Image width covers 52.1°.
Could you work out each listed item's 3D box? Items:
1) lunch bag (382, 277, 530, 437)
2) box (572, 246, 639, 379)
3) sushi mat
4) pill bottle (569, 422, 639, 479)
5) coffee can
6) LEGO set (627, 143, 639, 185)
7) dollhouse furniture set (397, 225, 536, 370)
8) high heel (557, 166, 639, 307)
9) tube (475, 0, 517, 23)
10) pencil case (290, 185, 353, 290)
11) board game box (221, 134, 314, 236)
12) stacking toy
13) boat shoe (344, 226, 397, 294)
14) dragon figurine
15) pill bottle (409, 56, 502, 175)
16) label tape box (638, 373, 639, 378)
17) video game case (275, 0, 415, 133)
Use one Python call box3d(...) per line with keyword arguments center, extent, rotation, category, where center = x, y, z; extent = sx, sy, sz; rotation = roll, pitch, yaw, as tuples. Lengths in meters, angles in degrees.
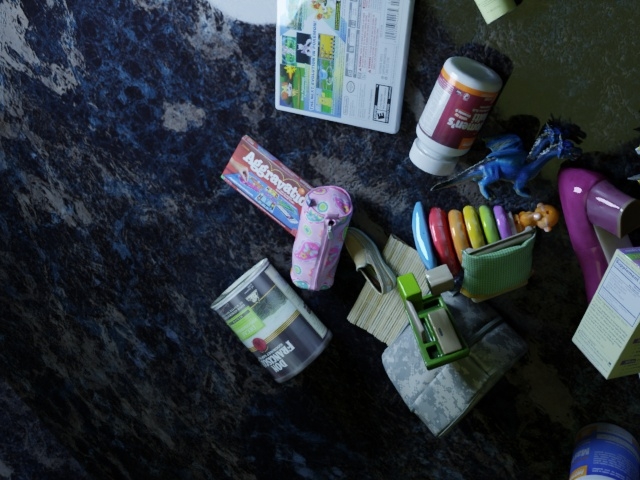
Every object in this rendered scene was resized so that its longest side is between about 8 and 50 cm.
box3d(center=(0.306, 0.269, 1.570), extent=(0.256, 0.212, 0.305), rotation=(44, 127, 19), category="lunch bag")
box3d(center=(0.657, 0.136, 1.298), extent=(0.214, 0.117, 0.243), rotation=(-5, 128, -20), category="box")
box3d(center=(0.184, 0.138, 1.675), extent=(0.151, 0.019, 0.316), rotation=(29, 127, 8), category="sushi mat")
box3d(center=(0.658, 0.569, 1.524), extent=(0.152, 0.272, 0.152), rotation=(13, 122, 21), category="pill bottle")
box3d(center=(-0.131, 0.215, 1.767), extent=(0.275, 0.201, 0.201), rotation=(49, 128, -6), category="coffee can")
box3d(center=(0.734, -0.093, 1.144), extent=(0.331, 0.192, 0.255), rotation=(-12, 112, 32), category="LEGO set")
box3d(center=(0.330, 0.123, 1.358), extent=(0.302, 0.151, 0.197), rotation=(-21, 149, 0), category="dollhouse furniture set")
box3d(center=(0.578, 0.019, 1.382), extent=(0.181, 0.127, 0.377), rotation=(48, 156, 49), category="high heel")
box3d(center=(0.281, -0.522, 1.212), extent=(0.070, 0.062, 0.240), rotation=(-30, 99, -5), category="tube")
box3d(center=(0.000, 0.000, 1.603), extent=(0.124, 0.124, 0.284), rotation=(26, 135, 11), category="pencil case")
box3d(center=(-0.113, -0.127, 1.666), extent=(0.281, 0.027, 0.145), rotation=(38, 127, 2), category="board game box")
box3d(center=(0.364, -0.020, 1.423), extent=(0.302, 0.175, 0.166), rotation=(-16, 154, 16), category="stacking toy")
box3d(center=(0.111, 0.051, 1.609), extent=(0.190, 0.072, 0.068), rotation=(51, 132, 9), category="boat shoe")
box3d(center=(0.368, -0.163, 1.324), extent=(0.289, 0.085, 0.144), rotation=(0, 128, 2), category="dragon figurine")
box3d(center=(0.269, -0.249, 1.337), extent=(0.121, 0.121, 0.221), rotation=(28, 127, 10), category="pill bottle")
box3d(center=(0.860, 0.398, 1.423), extent=(0.249, 0.115, 0.347), rotation=(-11, 110, 31), category="label tape box")
box3d(center=(0.043, -0.414, 1.411), extent=(0.300, 0.036, 0.329), rotation=(16, 125, 19), category="video game case")
